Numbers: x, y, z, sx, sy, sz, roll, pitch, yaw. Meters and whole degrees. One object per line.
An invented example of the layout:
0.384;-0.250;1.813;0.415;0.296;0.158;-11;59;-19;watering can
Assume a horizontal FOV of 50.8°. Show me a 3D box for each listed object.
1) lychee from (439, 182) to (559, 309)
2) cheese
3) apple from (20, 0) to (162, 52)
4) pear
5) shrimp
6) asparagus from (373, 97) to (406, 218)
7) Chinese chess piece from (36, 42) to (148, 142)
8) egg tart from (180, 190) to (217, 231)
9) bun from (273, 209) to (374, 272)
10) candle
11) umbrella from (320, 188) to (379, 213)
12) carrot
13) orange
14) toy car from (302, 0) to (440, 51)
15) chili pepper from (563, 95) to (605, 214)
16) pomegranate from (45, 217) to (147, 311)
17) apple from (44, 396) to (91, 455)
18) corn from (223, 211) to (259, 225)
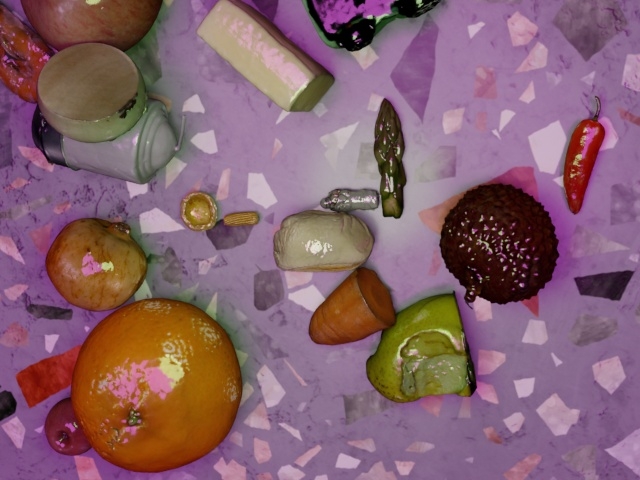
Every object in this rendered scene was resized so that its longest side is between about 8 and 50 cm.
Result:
0.389;0.015;1.487;0.264;0.264;0.300;30;66;3;lychee
-0.114;-0.412;1.512;0.265;0.242;0.124;42;102;1;cheese
-0.526;-0.587;1.536;0.345;0.269;0.344;1;99;10;apple
0.228;0.261;1.605;0.255;0.164;0.238;-9;99;11;pear
-0.776;-0.480;1.697;0.164;0.062;0.317;-37;94;15;shrimp
0.165;-0.192;1.588;0.080;0.080;0.287;-3;94;9;asparagus
-0.495;-0.318;1.467;0.238;0.092;0.237;2;64;-5;Chinese chess piece
-0.303;-0.074;1.695;0.105;0.039;0.105;1;99;9;egg tart
0.000;0.000;1.587;0.244;0.244;0.153;-4;78;9;bun
-0.486;-0.251;1.607;0.342;0.221;0.221;16;100;4;candle
0.070;-0.096;1.630;0.143;0.062;0.067;-6;128;9;umbrella
0.056;0.176;1.627;0.225;0.159;0.159;-31;93;30;carrot
-0.398;0.352;1.627;0.424;0.326;0.424;2;100;10;orange
0.143;-0.572;1.492;0.359;0.176;0.213;-28;93;15;toy car
0.596;-0.192;1.533;0.071;0.063;0.272;14;103;19;chili pepper
-0.548;0.054;1.662;0.248;0.248;0.248;1;99;8;pomegranate
-0.658;0.496;1.793;0.153;0.120;0.153;1;99;8;apple
-0.198;-0.053;1.684;0.092;0.037;0.037;-5;98;9;corn
